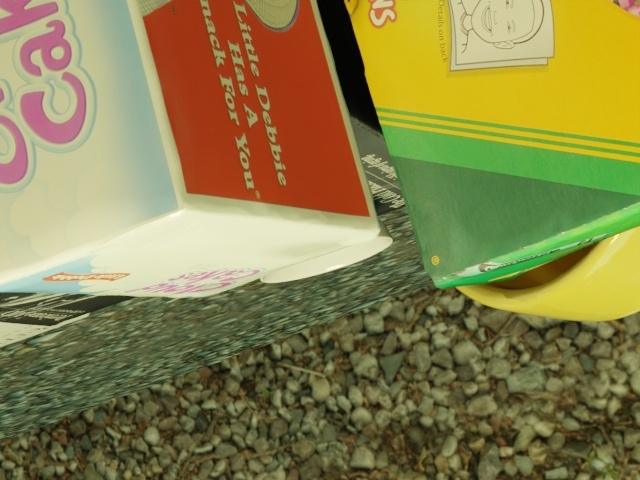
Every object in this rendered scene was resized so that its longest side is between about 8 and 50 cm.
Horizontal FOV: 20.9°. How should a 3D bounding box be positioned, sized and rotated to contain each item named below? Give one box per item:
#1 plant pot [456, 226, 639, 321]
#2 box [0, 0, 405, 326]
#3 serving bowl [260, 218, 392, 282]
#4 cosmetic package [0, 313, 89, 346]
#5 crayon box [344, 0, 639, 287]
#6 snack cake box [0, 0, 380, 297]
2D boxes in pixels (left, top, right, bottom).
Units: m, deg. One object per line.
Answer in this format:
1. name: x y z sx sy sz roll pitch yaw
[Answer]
1. plant pot: 0.223 -0.065 1.144 0.239 0.254 0.254 11 157 -32
2. box: -0.116 -0.082 1.007 0.312 0.179 0.343 -18 170 15
3. serving bowl: 0.000 0.000 1.045 0.083 0.027 0.083 -17 169 -3
4. cosmetic package: -0.354 -0.004 1.117 0.230 0.161 0.453 -19 170 15
5. crayon box: 0.093 -0.137 0.745 0.165 0.278 0.081 -23 169 33
6. snack cake box: -0.078 -0.116 0.633 0.089 0.264 0.152 -19 169 22
